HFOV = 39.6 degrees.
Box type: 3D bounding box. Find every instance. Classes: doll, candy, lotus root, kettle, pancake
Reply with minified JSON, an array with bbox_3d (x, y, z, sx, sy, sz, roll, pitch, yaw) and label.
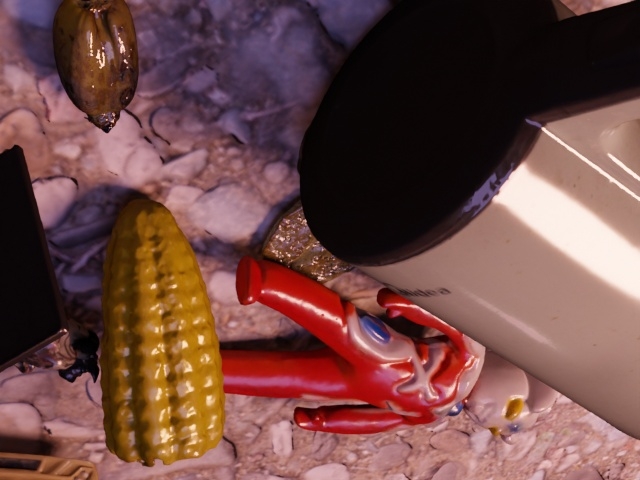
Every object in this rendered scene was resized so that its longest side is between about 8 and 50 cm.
[{"bbox_3d":[0.067,0.121,0.838,0.383,0.099,0.188,13,130,-26],"label":"doll"},{"bbox_3d":[-0.127,0.066,0.695,0.094,0.106,0.199,-3,97,1],"label":"candy"},{"bbox_3d":[-0.148,-0.119,0.591,0.054,0.049,0.099,-13,131,-22],"label":"lotus root"},{"bbox_3d":[0.222,-0.017,0.636,0.376,0.361,0.250,29,72,-32],"label":"kettle"},{"bbox_3d":[-0.001,0.001,0.765,0.108,0.017,0.108,-10,130,-13],"label":"pancake"}]

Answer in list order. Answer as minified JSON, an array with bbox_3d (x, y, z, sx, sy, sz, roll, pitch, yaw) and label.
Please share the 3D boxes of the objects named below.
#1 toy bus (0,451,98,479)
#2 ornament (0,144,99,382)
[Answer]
[{"bbox_3d":[-0.331,0.367,0.817,0.176,0.202,0.365,12,123,-29],"label":"toy bus"},{"bbox_3d":[-0.212,0.057,0.666,0.153,0.166,0.196,-28,151,10],"label":"ornament"}]
